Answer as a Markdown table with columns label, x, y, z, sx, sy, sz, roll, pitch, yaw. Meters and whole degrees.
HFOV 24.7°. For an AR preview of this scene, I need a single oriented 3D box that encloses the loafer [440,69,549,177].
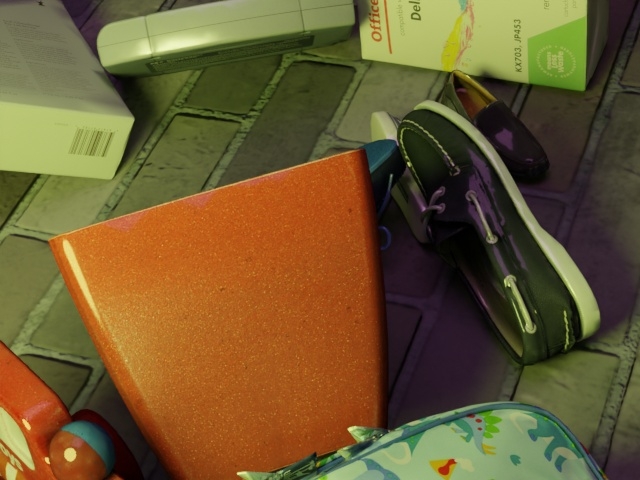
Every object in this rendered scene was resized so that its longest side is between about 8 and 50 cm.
| label | x | y | z | sx | sy | sz | roll | pitch | yaw |
| --- | --- | --- | --- | --- | --- | --- | --- | --- | --- |
| loafer | 0.190 | -0.129 | 1.629 | 0.062 | 0.061 | 0.170 | -30 | 48 | -23 |

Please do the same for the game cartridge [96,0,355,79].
| label | x | y | z | sx | sy | sz | roll | pitch | yaw |
| --- | --- | --- | --- | --- | --- | --- | --- | --- | --- |
| game cartridge | -0.109 | -0.245 | 1.722 | 0.297 | 0.198 | 0.062 | -10 | 86 | -2 |

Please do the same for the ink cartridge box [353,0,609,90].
| label | x | y | z | sx | sy | sz | roll | pitch | yaw |
| --- | --- | --- | --- | --- | --- | --- | --- | --- | --- |
| ink cartridge box | 0.155 | -0.310 | 1.718 | 0.353 | 0.207 | 0.119 | 11 | 45 | 21 |

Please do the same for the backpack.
| label | x | y | z | sx | sy | sz | roll | pitch | yaw |
| --- | --- | --- | --- | --- | --- | --- | --- | --- | --- |
| backpack | 0.068 | 0.269 | 1.090 | 0.355 | 0.273 | 0.290 | -12 | 61 | -47 |

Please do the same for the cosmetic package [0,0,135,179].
| label | x | y | z | sx | sy | sz | roll | pitch | yaw |
| --- | --- | --- | --- | --- | --- | --- | --- | --- | --- |
| cosmetic package | -0.435 | -0.197 | 1.651 | 0.377 | 0.097 | 0.284 | 4 | 36 | -34 |

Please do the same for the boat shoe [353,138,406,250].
| label | x | y | z | sx | sy | sz | roll | pitch | yaw |
| --- | --- | --- | --- | --- | --- | --- | --- | --- | --- |
| boat shoe | 0.000 | 0.000 | 1.509 | 0.258 | 0.089 | 0.109 | -44 | 22 | -18 |

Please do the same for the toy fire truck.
| label | x | y | z | sx | sy | sz | roll | pitch | yaw |
| --- | --- | --- | --- | --- | --- | --- | --- | --- | --- |
| toy fire truck | -0.214 | 0.210 | 1.199 | 0.169 | 0.254 | 0.302 | -34 | 49 | -24 |

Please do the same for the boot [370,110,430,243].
| label | x | y | z | sx | sy | sz | roll | pitch | yaw |
| --- | --- | --- | --- | --- | --- | --- | --- | --- | --- |
| boot | 0.121 | -0.074 | 1.589 | 0.086 | 0.069 | 0.190 | -12 | 51 | -14 |

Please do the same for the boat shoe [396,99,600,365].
| label | x | y | z | sx | sy | sz | roll | pitch | yaw |
| --- | --- | --- | --- | --- | --- | --- | --- | --- | --- |
| boat shoe | 0.153 | -0.012 | 1.438 | 0.091 | 0.114 | 0.302 | -26 | 60 | -20 |

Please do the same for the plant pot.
| label | x | y | z | sx | sy | sz | roll | pitch | yaw |
| --- | --- | --- | --- | --- | --- | --- | --- | --- | --- |
| plant pot | -0.070 | 0.083 | 1.284 | 0.267 | 0.267 | 0.236 | -17 | 87 | -9 |
